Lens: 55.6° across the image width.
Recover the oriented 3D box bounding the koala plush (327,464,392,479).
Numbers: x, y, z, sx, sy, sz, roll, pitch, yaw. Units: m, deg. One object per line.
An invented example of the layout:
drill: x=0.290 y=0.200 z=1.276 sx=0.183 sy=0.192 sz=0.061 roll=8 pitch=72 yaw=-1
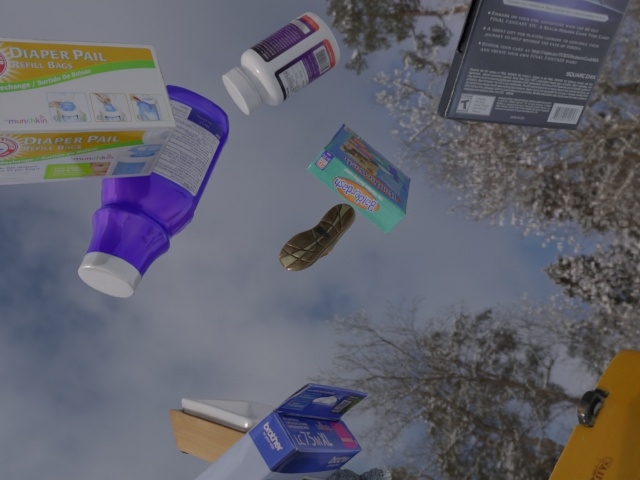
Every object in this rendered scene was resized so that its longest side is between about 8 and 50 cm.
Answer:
koala plush: x=0.031 y=0.449 z=0.907 sx=0.203 sy=0.197 sz=0.221 roll=56 pitch=-145 yaw=-63

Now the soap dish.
soap dish: x=-0.156 y=0.417 z=1.298 sx=0.229 sy=0.291 sz=0.118 roll=18 pitch=-104 yaw=-42

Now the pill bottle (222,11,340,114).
pill bottle: x=-0.071 y=-0.307 z=1.070 sx=0.194 sy=0.108 sz=0.108 roll=-36 pitch=-65 yaw=-10

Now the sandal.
sandal: x=0.000 y=0.000 z=1.201 sx=0.180 sy=0.072 sz=0.049 roll=-41 pitch=-29 yaw=1

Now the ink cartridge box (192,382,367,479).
ink cartridge box: x=-0.074 y=0.298 z=0.741 sx=0.311 sy=0.065 sz=0.186 roll=-44 pitch=-31 yaw=6

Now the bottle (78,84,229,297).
bottle: x=-0.207 y=-0.065 z=0.755 sx=0.118 sy=0.092 sz=0.282 roll=24 pitch=-124 yaw=-13

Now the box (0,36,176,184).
box: x=-0.270 y=-0.130 z=0.621 sx=0.203 sy=0.114 sz=0.103 roll=-9 pitch=-108 yaw=-33

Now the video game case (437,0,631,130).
video game case: x=0.253 y=-0.257 z=0.658 sx=0.196 sy=0.026 sz=0.274 roll=0 pitch=-59 yaw=-23

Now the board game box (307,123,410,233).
board game box: x=0.071 y=-0.108 z=1.000 sx=0.160 sy=0.047 sz=0.210 roll=39 pitch=-158 yaw=-5

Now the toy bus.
toy bus: x=0.349 y=0.287 z=0.709 sx=0.130 sy=0.108 sz=0.332 roll=47 pitch=-112 yaw=-30
